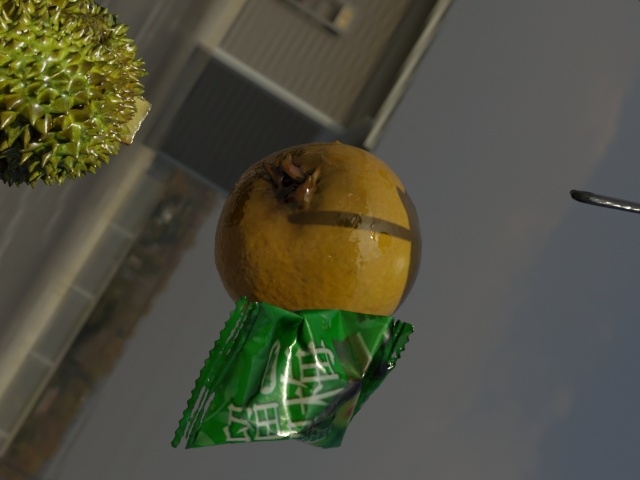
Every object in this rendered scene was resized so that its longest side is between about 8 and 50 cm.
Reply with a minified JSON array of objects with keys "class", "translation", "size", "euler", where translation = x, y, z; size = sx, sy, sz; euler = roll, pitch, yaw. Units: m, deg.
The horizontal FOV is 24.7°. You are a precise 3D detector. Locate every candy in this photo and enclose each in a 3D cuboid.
[{"class":"candy","translation":[-0.028,0.119,1.266],"size":[0.078,0.203,0.141],"euler":[21,-82,46]}]

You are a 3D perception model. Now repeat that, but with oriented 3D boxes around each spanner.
[{"class":"spanner","translation":[0.301,-0.021,1.213],"size":[0.046,0.208,0.012],"euler":[-138,-122,-71]}]

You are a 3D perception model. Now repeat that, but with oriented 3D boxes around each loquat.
[{"class":"loquat","translation":[0.000,0.000,1.458],"size":[0.208,0.208,0.208],"euler":[-57,-174,10]}]

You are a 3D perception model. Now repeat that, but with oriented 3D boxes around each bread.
[{"class":"bread","translation":[-0.316,-0.206,2.148],"size":[0.080,0.109,0.084],"euler":[17,-109,50]}]

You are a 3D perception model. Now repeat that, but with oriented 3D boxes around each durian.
[{"class":"durian","translation":[-0.305,-0.174,1.503],"size":[0.225,0.291,0.291],"euler":[-61,-173,-16]}]
